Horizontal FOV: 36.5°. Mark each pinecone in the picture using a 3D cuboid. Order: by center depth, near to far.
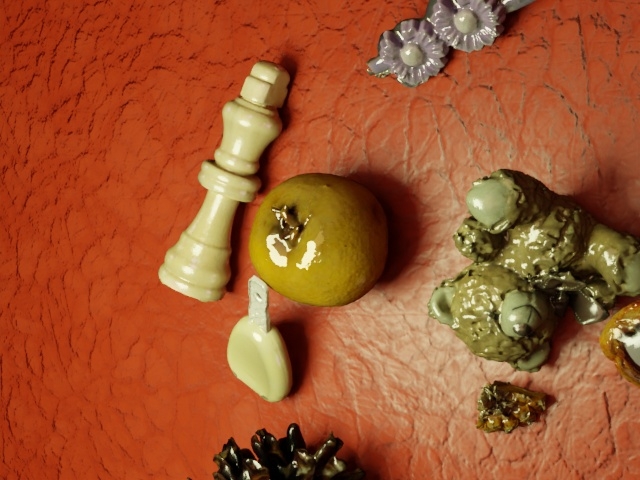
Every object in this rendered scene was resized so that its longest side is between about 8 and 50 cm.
[{"bbox_3d":[-0.059,0.411,1.446,0.298,0.242,0.296,40,98,-8],"label":"pinecone"}]

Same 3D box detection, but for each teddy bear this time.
[{"bbox_3d":[0.270,0.051,1.290,0.267,0.156,0.256,30,104,-3],"label":"teddy bear"}]

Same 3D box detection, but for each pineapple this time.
[{"bbox_3d":[0.248,0.220,1.344,0.114,0.114,0.077,-24,60,26],"label":"pineapple"}]

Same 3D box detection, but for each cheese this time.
[{"bbox_3d":[-0.094,0.144,1.501,0.127,0.054,0.251,34,144,27],"label":"cheese"}]

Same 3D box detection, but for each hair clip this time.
[{"bbox_3d":[0.179,-0.303,1.386,0.292,0.084,0.106,-27,120,32],"label":"hair clip"}]

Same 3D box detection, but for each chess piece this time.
[{"bbox_3d":[-0.147,-0.102,1.576,0.117,0.117,0.397,27,103,29],"label":"chess piece"}]

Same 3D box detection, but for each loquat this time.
[{"bbox_3d":[0.000,0.000,1.428,0.208,0.208,0.208,1,91,32],"label":"loquat"}]

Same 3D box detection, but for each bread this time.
[{"bbox_3d":[0.484,0.119,1.195,0.269,0.095,0.139,-15,109,20],"label":"bread"}]
